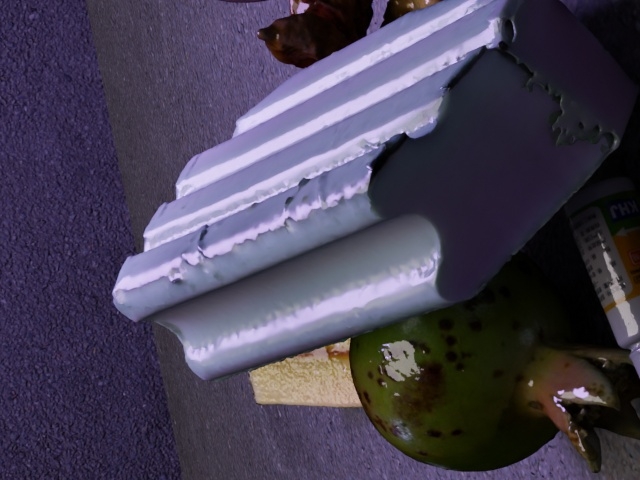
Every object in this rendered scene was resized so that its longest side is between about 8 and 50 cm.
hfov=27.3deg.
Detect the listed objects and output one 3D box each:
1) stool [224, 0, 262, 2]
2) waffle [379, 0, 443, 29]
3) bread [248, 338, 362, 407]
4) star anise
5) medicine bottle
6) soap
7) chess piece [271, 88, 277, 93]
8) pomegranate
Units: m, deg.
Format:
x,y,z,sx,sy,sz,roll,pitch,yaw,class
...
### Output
x,y,z,sx,sy,sz,roll,pitch,yaw,class
-0.085,-0.421,1.472,0.178,0.272,0.272,-99,9,-47,stool
0.111,-0.153,1.350,0.274,0.057,0.168,105,146,-57,waffle
0.030,0.139,1.842,0.264,0.163,0.168,-2,101,40,bread
0.017,-0.190,1.335,0.212,0.111,0.196,52,-163,-30,star anise
0.267,0.053,1.028,0.092,0.061,0.221,-38,66,50,medicine bottle
0.038,-0.050,1.123,0.156,0.261,0.446,44,140,-20,soap
-0.064,-0.135,1.825,0.139,0.139,0.272,67,150,27,chess piece
0.161,0.125,1.192,0.286,0.231,0.231,33,140,27,pomegranate
